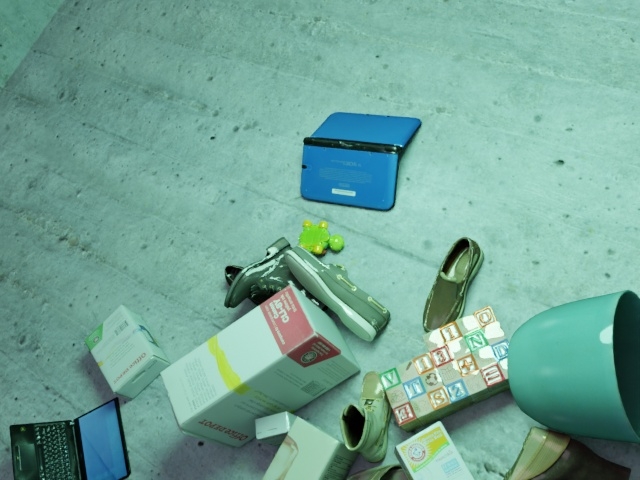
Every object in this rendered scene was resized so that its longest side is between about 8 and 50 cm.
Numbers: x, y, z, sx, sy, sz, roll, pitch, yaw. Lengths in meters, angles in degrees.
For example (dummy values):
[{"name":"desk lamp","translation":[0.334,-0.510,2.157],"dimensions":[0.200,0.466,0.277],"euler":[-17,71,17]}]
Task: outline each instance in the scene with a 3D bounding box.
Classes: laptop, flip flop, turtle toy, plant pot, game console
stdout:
[{"name":"laptop","translation":[-0.674,0.564,1.930],"dimensions":[0.136,0.265,0.234],"euler":[-53,46,39]},{"name":"flip flop","translation":[0.151,0.548,1.585],"dimensions":[0.277,0.080,0.112],"euler":[-18,64,13]},{"name":"turtle toy","translation":[0.000,0.000,1.936],"dimensions":[0.130,0.066,0.095],"euler":[4,70,26]},{"name":"plant pot","translation":[0.521,0.258,1.447],"dimensions":[0.235,0.293,0.292],"euler":[-12,60,39]},{"name":"game console","translation":[0.113,-0.230,2.022],"dimensions":[0.293,0.173,0.250],"euler":[10,102,29]}]

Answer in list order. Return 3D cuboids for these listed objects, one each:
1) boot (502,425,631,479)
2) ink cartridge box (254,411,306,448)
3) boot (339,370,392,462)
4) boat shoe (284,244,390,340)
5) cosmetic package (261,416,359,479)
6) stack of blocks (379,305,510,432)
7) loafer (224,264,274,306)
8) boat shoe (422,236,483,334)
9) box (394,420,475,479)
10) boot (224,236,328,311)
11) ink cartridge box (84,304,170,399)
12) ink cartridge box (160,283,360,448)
[{"name":"boot","translation":[0.476,0.514,1.443],"dimensions":[0.207,0.090,0.248],"euler":[25,105,13]},{"name":"ink cartridge box","translation":[-0.090,0.454,1.720],"dimensions":[0.089,0.122,0.052],"euler":[-18,60,16]},{"name":"boot","translation":[0.102,0.385,1.638],"dimensions":[0.077,0.165,0.213],"euler":[-7,63,23]},{"name":"boat shoe","translation":[0.040,0.116,1.789],"dimensions":[0.305,0.109,0.091],"euler":[43,70,5]},{"name":"cosmetic package","translation":[-0.053,0.569,1.630],"dimensions":[0.129,0.153,0.296],"euler":[24,76,31]},{"name":"stack of blocks","translation":[0.290,0.293,1.633],"dimensions":[0.297,0.087,0.171],"euler":[-26,59,8]},{"name":"loafer","translation":[-0.182,0.126,1.950],"dimensions":[0.220,0.078,0.080],"euler":[20,75,29]},{"name":"boat shoe","translation":[0.304,0.106,1.723],"dimensions":[0.095,0.095,0.257],"euler":[16,73,30]},{"name":"box","translation":[0.251,0.500,1.505],"dimensions":[0.114,0.103,0.203],"euler":[-26,68,-8]},{"name":"boot","translation":[-0.091,0.137,1.856],"dimensions":[0.229,0.091,0.263],"euler":[43,78,11]},{"name":"ink cartridge box","translation":[-0.543,0.313,2.021],"dimensions":[0.154,0.093,0.212],"euler":[-44,54,1]},{"name":"ink cartridge box","translation":[-0.141,0.312,1.719],"dimensions":[0.385,0.279,0.160],"euler":[-34,56,6]}]
